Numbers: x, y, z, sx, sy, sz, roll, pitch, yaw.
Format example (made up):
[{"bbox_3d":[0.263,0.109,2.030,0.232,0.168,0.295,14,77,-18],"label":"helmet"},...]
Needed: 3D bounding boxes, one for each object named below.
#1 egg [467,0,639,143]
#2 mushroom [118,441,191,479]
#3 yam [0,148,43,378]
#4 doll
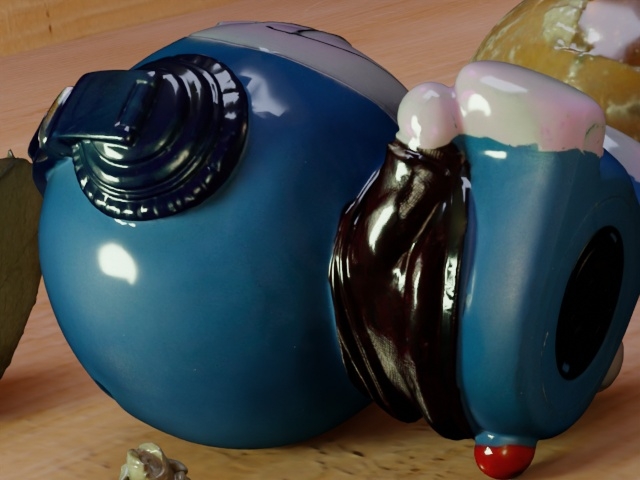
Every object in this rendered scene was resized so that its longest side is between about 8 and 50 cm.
[{"bbox_3d":[0.209,-0.103,1.313,0.233,0.195,0.195,2,17,26],"label":"egg"},{"bbox_3d":[-0.065,0.124,0.782,0.085,0.079,0.085,-10,11,2],"label":"mushroom"},{"bbox_3d":[-0.320,0.041,1.108,0.304,0.168,0.168,-6,14,5],"label":"yam"},{"bbox_3d":[0.000,0.000,0.953,0.310,0.240,0.284,14,-18,28],"label":"doll"}]
